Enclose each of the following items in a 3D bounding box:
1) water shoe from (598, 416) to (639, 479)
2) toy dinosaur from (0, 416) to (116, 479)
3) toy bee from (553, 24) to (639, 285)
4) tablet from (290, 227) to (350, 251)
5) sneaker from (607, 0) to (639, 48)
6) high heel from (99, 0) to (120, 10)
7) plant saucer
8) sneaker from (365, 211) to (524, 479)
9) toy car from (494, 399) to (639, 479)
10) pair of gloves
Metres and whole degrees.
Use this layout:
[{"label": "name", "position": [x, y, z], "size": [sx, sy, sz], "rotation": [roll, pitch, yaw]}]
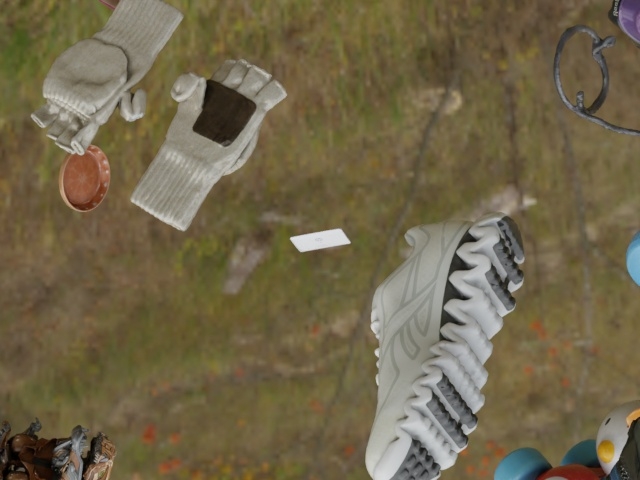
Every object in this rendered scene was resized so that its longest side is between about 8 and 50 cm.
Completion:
[{"label": "water shoe", "position": [0.203, 0.147, 0.812], "size": [0.073, 0.080, 0.203], "rotation": [18, 159, -3]}, {"label": "toy dinosaur", "position": [-0.387, 0.300, 1.584], "size": [0.322, 0.164, 0.218], "rotation": [-45, 120, 7]}, {"label": "toy bee", "position": [0.281, -0.008, 0.904], "size": [0.162, 0.195, 0.298], "rotation": [1, 160, 38]}, {"label": "tablet", "position": [0.000, 0.000, 2.126], "size": [0.083, 0.006, 0.054], "rotation": [-11, 152, 15]}, {"label": "sneaker", "position": [0.506, -0.298, 1.951], "size": [0.124, 0.107, 0.283], "rotation": [27, -177, 37]}, {"label": "high heel", "position": [-0.369, -0.392, 1.719], "size": [0.377, 0.181, 0.127], "rotation": [10, 150, 17]}, {"label": "plant saucer", "position": [-0.290, -0.077, 1.681], "size": [0.013, 0.083, 0.083], "rotation": [10, 166, 34]}, {"label": "sneaker", "position": [0.095, 0.100, 1.270], "size": [0.118, 0.292, 0.110], "rotation": [5, 144, 30]}, {"label": "toy car", "position": [0.360, 0.273, 1.650], "size": [0.210, 0.219, 0.238], "rotation": [-1, 122, -29]}, {"label": "pair of gloves", "position": [-0.180, -0.150, 1.483], "size": [0.240, 0.204, 0.042], "rotation": [37, 169, 14]}]
